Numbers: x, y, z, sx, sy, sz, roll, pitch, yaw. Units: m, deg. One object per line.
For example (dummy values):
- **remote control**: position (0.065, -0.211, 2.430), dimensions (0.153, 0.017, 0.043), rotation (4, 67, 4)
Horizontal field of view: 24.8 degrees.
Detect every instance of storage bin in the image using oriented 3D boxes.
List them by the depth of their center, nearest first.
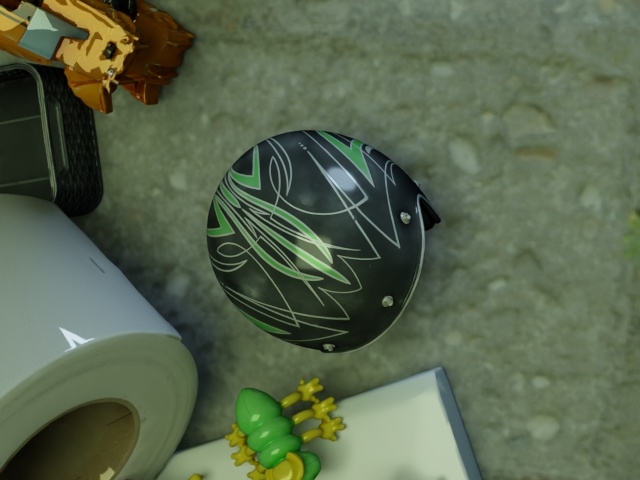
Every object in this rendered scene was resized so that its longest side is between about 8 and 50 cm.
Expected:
- **storage bin**: position (-0.279, -0.070, 1.175), dimensions (0.180, 0.084, 0.122), rotation (-8, 90, 18)

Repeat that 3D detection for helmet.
- **helmet**: position (0.000, 0.000, 1.049), dimensions (0.169, 0.161, 0.169), rotation (1, 92, 17)

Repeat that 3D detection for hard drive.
- **hard drive**: position (-0.033, 0.262, 1.130), dimensions (0.353, 0.047, 0.233), rotation (-20, 86, 18)

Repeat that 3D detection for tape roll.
- **tape roll**: position (-0.234, 0.111, 1.065), dimensions (0.169, 0.246, 0.246), rotation (43, 104, 29)

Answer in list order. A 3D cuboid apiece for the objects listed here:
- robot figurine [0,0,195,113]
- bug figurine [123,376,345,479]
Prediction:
- **robot figurine**: position (-0.250, -0.197, 1.104), dimensions (0.291, 0.211, 0.085), rotation (28, 103, 7)
- **bug figurine**: position (-0.047, 0.232, 1.053), dimensions (0.279, 0.072, 0.216), rotation (-37, 71, 10)
